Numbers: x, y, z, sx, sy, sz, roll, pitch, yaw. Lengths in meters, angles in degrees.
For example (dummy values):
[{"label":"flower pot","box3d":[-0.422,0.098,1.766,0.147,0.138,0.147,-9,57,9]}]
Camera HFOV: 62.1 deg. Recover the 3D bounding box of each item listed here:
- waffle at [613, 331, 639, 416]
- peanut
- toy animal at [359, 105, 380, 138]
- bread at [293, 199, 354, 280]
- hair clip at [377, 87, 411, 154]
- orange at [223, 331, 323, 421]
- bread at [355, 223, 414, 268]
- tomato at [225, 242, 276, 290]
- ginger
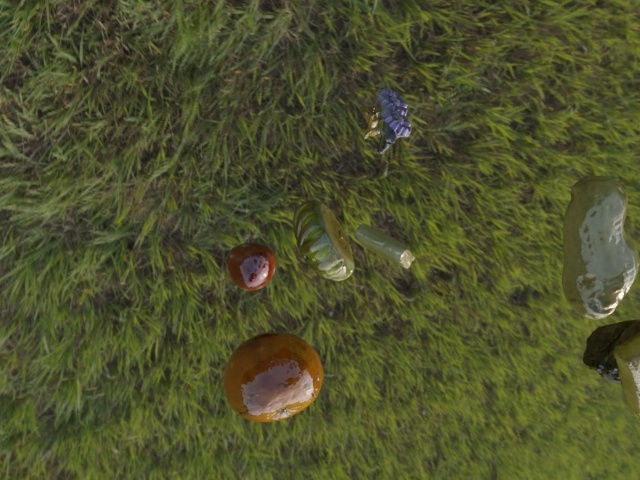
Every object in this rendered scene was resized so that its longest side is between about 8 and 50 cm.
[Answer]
[{"label":"waffle","box3d":[0.703,0.231,1.058,0.221,0.055,0.247,-36,127,1]},{"label":"peanut","box3d":[0.598,0.017,1.138,0.148,0.147,0.318,-12,106,-20]},{"label":"toy animal","box3d":[0.140,-0.341,1.544,0.060,0.081,0.083,-44,151,-44]},{"label":"bread","box3d":[0.000,0.000,1.275,0.105,0.213,0.213,-26,129,13]},{"label":"hair clip","box3d":[0.200,-0.346,1.497,0.106,0.292,0.084,26,134,-19]},{"label":"orange","box3d":[-0.134,0.385,1.504,0.284,0.226,0.283,-12,143,-9]},{"label":"bread","box3d":[0.205,0.017,1.686,0.060,0.178,0.139,-57,156,-7]},{"label":"tomato","box3d":[-0.226,0.082,1.745,0.168,0.167,0.167,-12,124,-19]},{"label":"ginger","box3d":[0.953,0.339,1.574,0.223,0.269,0.200,30,72,1]}]
